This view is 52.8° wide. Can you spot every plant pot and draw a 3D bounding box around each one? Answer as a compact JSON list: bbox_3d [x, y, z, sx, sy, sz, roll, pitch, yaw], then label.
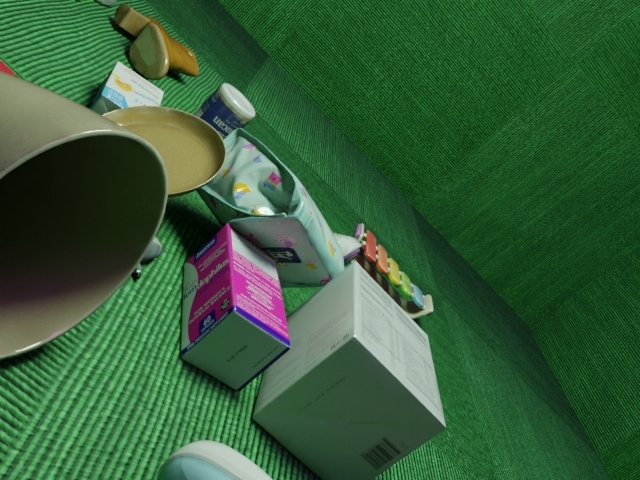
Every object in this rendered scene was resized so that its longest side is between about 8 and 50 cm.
[{"bbox_3d":[-0.276,-0.143,1.065,0.237,0.032,0.236,8,44,-8],"label":"plant pot"},{"bbox_3d":[-0.339,-0.068,0.628,0.274,0.256,0.256,38,13,17],"label":"plant pot"}]

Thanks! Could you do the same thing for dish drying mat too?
[{"bbox_3d":[-0.515,-0.284,1.007,0.083,0.008,0.032,43,17,-16],"label":"dish drying mat"}]

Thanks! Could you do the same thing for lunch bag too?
[{"bbox_3d":[-0.081,-0.038,1.122,0.262,0.160,0.223,38,-16,39],"label":"lunch bag"}]

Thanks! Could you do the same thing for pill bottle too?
[{"bbox_3d":[-0.226,-0.240,1.355,0.094,0.169,0.094,43,18,-18],"label":"pill bottle"}]

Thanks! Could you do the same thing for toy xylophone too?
[{"bbox_3d":[0.188,0.084,1.843,0.323,0.081,0.236,44,17,-18],"label":"toy xylophone"}]

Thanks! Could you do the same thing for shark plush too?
[{"bbox_3d":[-0.259,0.022,0.907,0.161,0.073,0.067,-101,176,-67],"label":"shark plush"}]

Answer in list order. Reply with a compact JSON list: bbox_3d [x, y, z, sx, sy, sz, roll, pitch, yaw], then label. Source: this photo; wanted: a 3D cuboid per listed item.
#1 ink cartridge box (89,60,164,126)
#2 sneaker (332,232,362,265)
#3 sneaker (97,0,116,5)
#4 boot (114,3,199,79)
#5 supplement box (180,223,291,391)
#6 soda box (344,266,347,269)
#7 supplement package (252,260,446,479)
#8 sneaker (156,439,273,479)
[{"bbox_3d":[-0.360,-0.264,1.207,0.104,0.061,0.181,33,29,-26],"label":"ink cartridge box"},{"bbox_3d":[0.000,0.000,1.494,0.152,0.114,0.305,54,17,13],"label":"sneaker"},{"bbox_3d":[-0.528,-0.648,1.515,0.101,0.153,0.268,48,17,-1],"label":"sneaker"},{"bbox_3d":[-0.369,-0.450,1.573,0.211,0.104,0.295,25,24,-53],"label":"boot"},{"bbox_3d":[-0.131,0.094,0.967,0.114,0.111,0.220,39,19,-28],"label":"supplement box"},{"bbox_3d":[0.050,0.129,1.429,0.058,0.063,0.183,45,17,-12],"label":"soda box"},{"bbox_3d":[0.047,0.206,1.013,0.198,0.199,0.262,45,17,-13],"label":"supplement package"},{"bbox_3d":[-0.062,0.344,0.553,0.365,0.135,0.150,55,14,22],"label":"sneaker"}]
